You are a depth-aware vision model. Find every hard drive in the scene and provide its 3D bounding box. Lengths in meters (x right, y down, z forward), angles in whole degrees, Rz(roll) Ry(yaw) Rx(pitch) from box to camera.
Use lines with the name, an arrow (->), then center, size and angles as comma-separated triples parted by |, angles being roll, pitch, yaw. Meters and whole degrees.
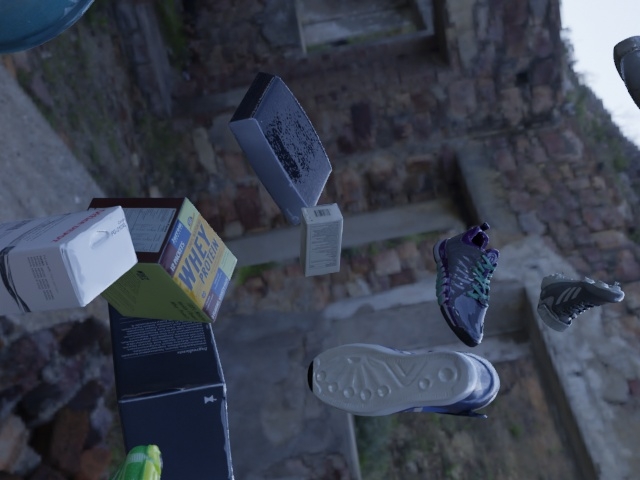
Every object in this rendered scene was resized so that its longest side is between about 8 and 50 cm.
hard drive -> -0.065, -0.171, 1.638 | 0.254, 0.054, 0.172 | 58, 40, -35

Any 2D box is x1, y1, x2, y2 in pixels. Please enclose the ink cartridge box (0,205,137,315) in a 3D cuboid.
ink cartridge box -> -0.420, 0.033, 1.314 | 0.172, 0.237, 0.100 | -53, 132, -62

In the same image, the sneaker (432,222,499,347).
sneaker -> 0.235, 0.059, 1.372 | 0.083, 0.098, 0.223 | 38, 30, -32

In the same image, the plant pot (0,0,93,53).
plant pot -> -0.501, -0.473, 1.187 | 0.334, 0.341, 0.340 | 44, 35, -74

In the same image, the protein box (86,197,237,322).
protein box -> -0.292, 0.034, 1.549 | 0.199, 0.201, 0.135 | 57, 42, -49

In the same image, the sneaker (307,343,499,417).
sneaker -> 0.166, 0.265, 1.630 | 0.236, 0.323, 0.130 | 30, 59, -60

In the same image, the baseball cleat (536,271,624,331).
baseball cleat -> 0.462, 0.116, 1.581 | 0.206, 0.072, 0.109 | -172, -82, -73

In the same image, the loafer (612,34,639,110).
loafer -> 0.737, -0.336, 1.942 | 0.319, 0.112, 0.111 | 30, 46, -41

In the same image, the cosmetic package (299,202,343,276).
cosmetic package -> 0.000, 0.000, 1.389 | 0.041, 0.060, 0.115 | -111, -161, -45

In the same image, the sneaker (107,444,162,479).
sneaker -> -0.294, 0.352, 1.074 | 0.124, 0.295, 0.109 | 34, 23, -15

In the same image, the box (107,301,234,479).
box -> -0.326, 0.311, 1.896 | 0.395, 0.212, 0.293 | -117, -157, -56
